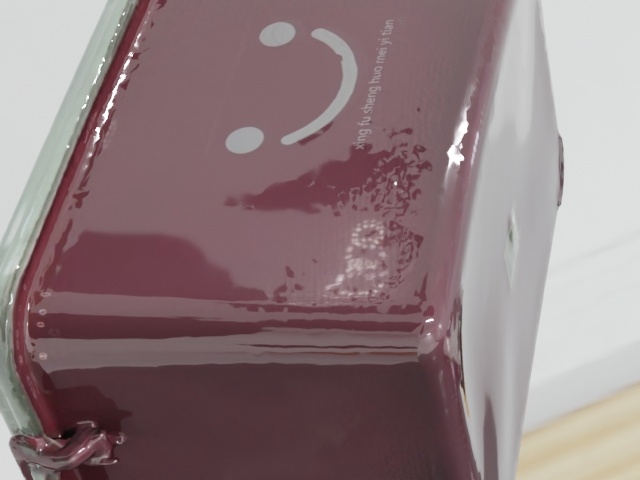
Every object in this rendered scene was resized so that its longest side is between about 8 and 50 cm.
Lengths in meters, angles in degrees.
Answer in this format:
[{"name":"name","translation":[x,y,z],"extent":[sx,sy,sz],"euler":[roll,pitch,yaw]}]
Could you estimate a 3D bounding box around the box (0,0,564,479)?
[{"name":"box","translation":[0.000,0.000,0.713],"extent":[0.168,0.193,0.294],"euler":[2,46,15]}]
